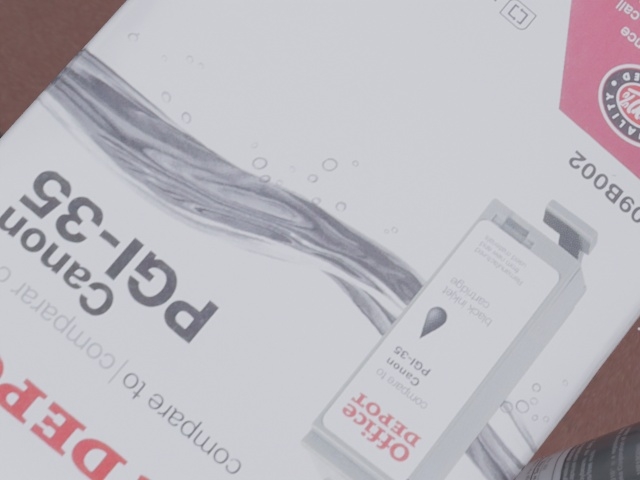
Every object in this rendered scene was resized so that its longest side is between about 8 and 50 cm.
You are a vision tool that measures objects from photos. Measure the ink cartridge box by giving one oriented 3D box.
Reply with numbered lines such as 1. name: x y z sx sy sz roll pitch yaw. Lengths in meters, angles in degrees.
1. ink cartridge box: 0.000 0.000 0.397 0.207 0.117 0.283 40 80 -2

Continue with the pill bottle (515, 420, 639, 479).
1. pill bottle: 0.232 0.241 0.846 0.283 0.161 0.161 -32 76 36
